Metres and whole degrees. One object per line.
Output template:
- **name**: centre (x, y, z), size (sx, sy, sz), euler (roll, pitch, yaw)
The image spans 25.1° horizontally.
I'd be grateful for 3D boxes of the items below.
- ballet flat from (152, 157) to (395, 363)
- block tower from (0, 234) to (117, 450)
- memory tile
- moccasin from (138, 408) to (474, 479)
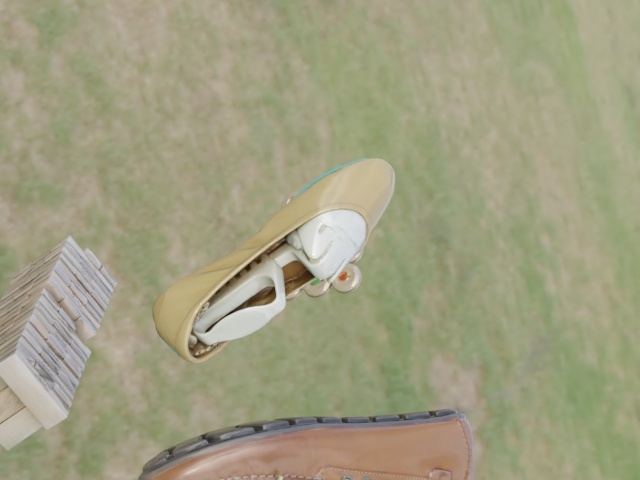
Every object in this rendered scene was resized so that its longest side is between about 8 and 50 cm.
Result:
- **ballet flat**: centre (-0.026, 0.023, 1.153), size (0.080, 0.232, 0.073), euler (53, 3, -41)
- **block tower**: centre (-0.315, 0.107, 1.613), size (0.091, 0.097, 0.335), euler (52, 13, -17)
- **memory tile**: centre (0.000, 0.000, 1.700), size (0.012, 0.113, 0.148), euler (49, 39, -54)
- **moccasin**: centre (-0.010, 0.265, 1.550), size (0.380, 0.139, 0.147), euler (1, 80, -29)
